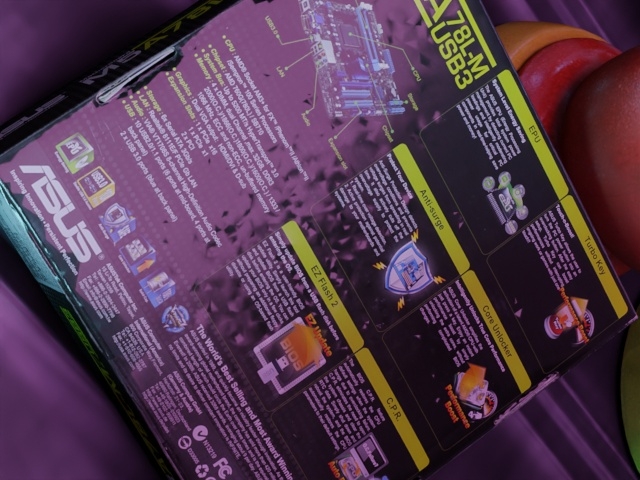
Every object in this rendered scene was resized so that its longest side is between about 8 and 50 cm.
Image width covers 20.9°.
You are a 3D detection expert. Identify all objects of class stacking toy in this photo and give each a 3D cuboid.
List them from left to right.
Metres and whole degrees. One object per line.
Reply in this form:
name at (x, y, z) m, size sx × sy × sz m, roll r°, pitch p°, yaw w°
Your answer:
stacking toy at (0.226, -0.028, 0.782) m, size 0.309 × 0.130 × 0.279 m, roll -43°, pitch 113°, yaw -31°

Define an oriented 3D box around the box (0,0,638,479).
box at (0.000, 0.000, 0.624) m, size 0.184 × 0.045 × 0.191 m, roll -37°, pitch 110°, yaw -17°
